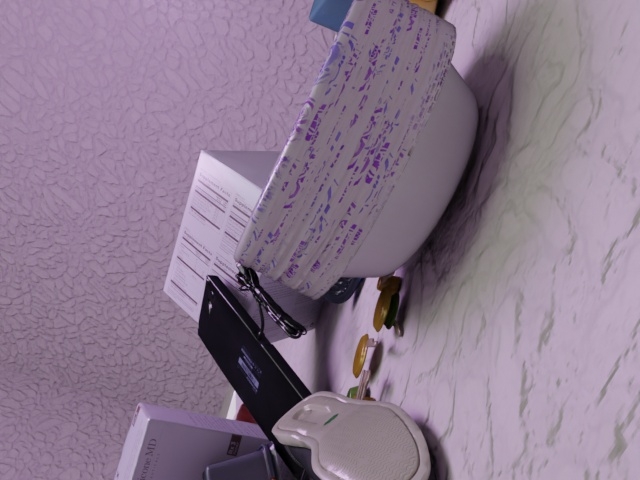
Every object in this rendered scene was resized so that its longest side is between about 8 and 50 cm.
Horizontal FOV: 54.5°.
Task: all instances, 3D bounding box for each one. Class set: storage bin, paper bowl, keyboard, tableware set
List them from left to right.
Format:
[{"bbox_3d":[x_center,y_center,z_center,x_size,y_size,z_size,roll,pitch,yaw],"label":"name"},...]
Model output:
[{"bbox_3d":[-0.095,0.334,0.785,0.098,0.091,0.135,119,140,-58],"label":"storage bin"},{"bbox_3d":[-0.079,0.147,0.845,0.317,0.033,0.202,43,129,40],"label":"keyboard"},{"bbox_3d":[0.040,-0.079,0.590,0.284,0.148,0.284,-62,8,16],"label":"paper bowl"},{"bbox_3d":[0.056,0.107,0.631,0.104,0.024,0.154,123,161,-77],"label":"tableware set"}]

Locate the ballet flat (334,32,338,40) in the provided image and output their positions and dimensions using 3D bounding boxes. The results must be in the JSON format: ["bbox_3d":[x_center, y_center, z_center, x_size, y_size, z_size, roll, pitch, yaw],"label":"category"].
[{"bbox_3d":[0.077,-0.402,1.331,0.316,0.106,0.108,-80,10,-45],"label":"ballet flat"}]

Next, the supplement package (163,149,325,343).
[{"bbox_3d":[-0.098,0.009,1.032,0.199,0.198,0.263,-9,-54,-50],"label":"supplement package"}]

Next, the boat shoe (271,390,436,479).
[{"bbox_3d":[0.032,0.179,0.499,0.084,0.079,0.233,-31,4,-20],"label":"boat shoe"}]

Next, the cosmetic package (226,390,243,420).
[{"bbox_3d":[-0.155,0.411,1.242,0.099,0.060,0.239,48,-128,-57],"label":"cosmetic package"}]

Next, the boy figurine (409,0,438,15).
[{"bbox_3d":[0.122,-0.334,0.886,0.285,0.092,0.177,140,153,-82],"label":"boy figurine"}]

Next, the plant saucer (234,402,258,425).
[{"bbox_3d":[-0.124,0.390,1.050,0.259,0.047,0.259,46,-120,-82],"label":"plant saucer"}]

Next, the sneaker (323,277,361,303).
[{"bbox_3d":[0.048,-0.014,0.868,0.082,0.069,0.209,20,-104,-64],"label":"sneaker"}]

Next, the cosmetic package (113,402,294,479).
[{"bbox_3d":[-0.155,0.313,0.872,0.085,0.231,0.117,7,80,63],"label":"cosmetic package"}]

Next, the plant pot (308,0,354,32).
[{"bbox_3d":[0.104,-0.496,1.142,0.234,0.165,0.166,163,124,-74],"label":"plant pot"}]
